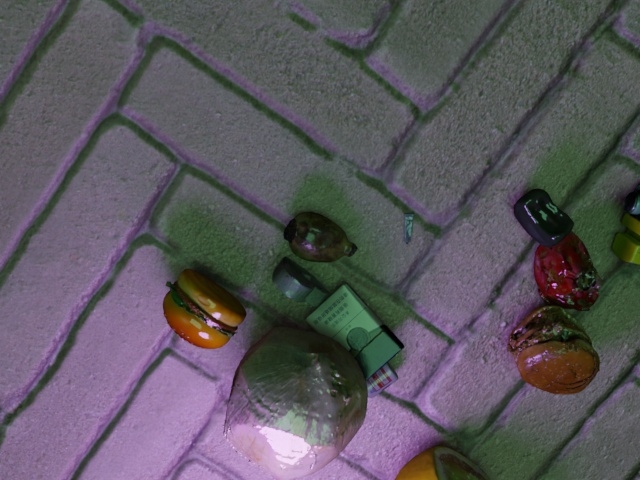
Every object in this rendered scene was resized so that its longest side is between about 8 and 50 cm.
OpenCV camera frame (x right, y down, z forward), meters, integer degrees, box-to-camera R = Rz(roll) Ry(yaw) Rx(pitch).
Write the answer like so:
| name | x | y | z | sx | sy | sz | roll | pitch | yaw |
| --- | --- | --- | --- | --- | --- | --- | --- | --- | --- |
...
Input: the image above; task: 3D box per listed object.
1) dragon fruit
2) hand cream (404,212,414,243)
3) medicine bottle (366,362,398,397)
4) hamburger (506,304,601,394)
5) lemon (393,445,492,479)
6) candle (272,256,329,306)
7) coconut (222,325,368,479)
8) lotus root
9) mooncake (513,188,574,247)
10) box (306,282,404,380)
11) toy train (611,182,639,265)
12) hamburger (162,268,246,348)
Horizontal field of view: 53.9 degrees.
| name | x | y | z | sx | sy | sz | roll | pitch | yaw |
| --- | --- | --- | --- | --- | --- | --- | --- | --- | --- |
| dragon fruit | 0.715 | 0.104 | 1.820 | 0.134 | 0.211 | 0.262 | -16 | 95 | -6 |
| hand cream | 0.260 | -0.036 | 1.863 | 0.030 | 0.019 | 0.093 | 2 | 99 | -4 |
| medicine bottle | 0.161 | 0.428 | 1.917 | 0.140 | 0.079 | 0.079 | -36 | 100 | 5 |
| hamburger | 0.673 | 0.317 | 1.835 | 0.245 | 0.211 | 0.261 | -6 | 125 | 6 |
| lemon | 0.349 | 0.823 | 1.876 | 0.364 | 0.364 | 0.365 | 0 | 101 | -2 |
| candle | -0.070 | 0.116 | 1.821 | 0.068 | 0.192 | 0.168 | -52 | 55 | 8 |
| coconut | -0.058 | 0.423 | 1.715 | 0.404 | 0.404 | 0.405 | 0 | 101 | -2 |
| lotus root | 0.000 | 0.000 | 1.807 | 0.214 | 0.138 | 0.138 | 23 | 99 | -9 |
| mooncake | 0.636 | -0.068 | 1.798 | 0.104 | 0.168 | 0.175 | -38 | 115 | 4 |
| box | 0.102 | 0.272 | 1.861 | 0.168 | 0.071 | 0.259 | -44 | 84 | 5 |
| toy train | 1.070 | -0.008 | 1.828 | 0.441 | 0.179 | 0.273 | 12 | 108 | -5 |
| hamburger | -0.340 | 0.203 | 1.774 | 0.246 | 0.246 | 0.170 | 36 | 89 | -8 |
